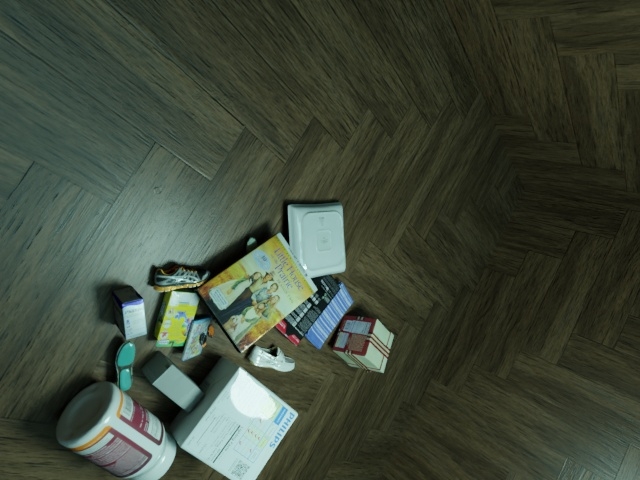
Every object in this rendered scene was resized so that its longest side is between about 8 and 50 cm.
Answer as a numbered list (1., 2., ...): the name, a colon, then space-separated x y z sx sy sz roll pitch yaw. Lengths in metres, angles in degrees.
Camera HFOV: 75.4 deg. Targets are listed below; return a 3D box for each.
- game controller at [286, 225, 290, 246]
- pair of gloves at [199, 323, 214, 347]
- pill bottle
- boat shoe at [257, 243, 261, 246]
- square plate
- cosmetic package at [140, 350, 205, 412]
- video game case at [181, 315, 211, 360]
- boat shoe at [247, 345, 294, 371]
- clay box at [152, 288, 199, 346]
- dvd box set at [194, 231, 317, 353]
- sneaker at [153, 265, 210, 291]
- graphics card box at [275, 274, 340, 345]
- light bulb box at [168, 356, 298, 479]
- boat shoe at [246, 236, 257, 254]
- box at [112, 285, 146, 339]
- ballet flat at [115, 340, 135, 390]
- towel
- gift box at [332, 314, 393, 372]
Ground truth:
1. game controller: -0.027 -0.039 1.955 0.319 0.067 0.167 3 103 -45
2. pair of gloves: -0.470 0.395 1.714 0.083 0.010 0.074 -50 150 -47
3. pill bottle: -0.705 0.697 1.475 0.224 0.224 0.392 -44 130 -23
4. boat shoe: -0.243 0.070 1.809 0.043 0.049 0.137 -80 157 -58
5. square plate: 0.000 0.000 1.917 0.347 0.049 0.345 -7 97 -44
6. cosmetic package: -0.573 0.552 1.616 0.107 0.127 0.238 -48 130 -21
7. video game case: -0.499 0.392 1.668 0.119 0.015 0.167 5 103 -72
8. boat shoe: -0.216 0.556 1.975 0.277 0.098 0.096 25 88 -44
9. clay box: -0.554 0.295 1.588 0.127 0.053 0.222 15 96 -47
10. dvd box set: -0.247 0.203 1.684 0.420 0.062 0.308 -36 99 -29
11. sneaker: -0.515 0.132 1.548 0.214 0.084 0.083 -11 105 -41
12. graphics card box: -0.080 0.297 2.011 0.371 0.094 0.233 -50 132 -16
13. light bulb box: -0.359 0.751 1.730 0.361 0.225 0.358 47 66 -21
14. boat shoe: -0.293 0.048 1.754 0.048 0.042 0.133 -8 110 -21
15. box: -0.657 0.247 1.422 0.072 0.126 0.137 -12 113 -39
16. ballet flat: -0.710 0.444 1.491 0.070 0.070 0.189 4 98 -44
17. towel: 0.050 0.401 2.187 0.336 0.040 0.243 -51 143 -17
18. gift box: 0.234 0.567 2.309 0.258 0.276 0.255 48 58 -39
